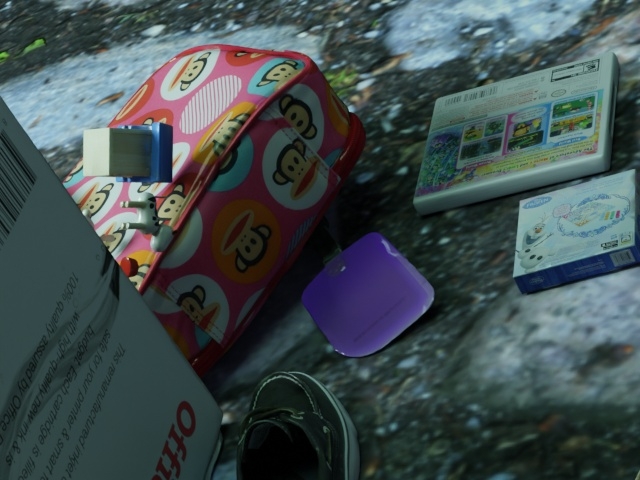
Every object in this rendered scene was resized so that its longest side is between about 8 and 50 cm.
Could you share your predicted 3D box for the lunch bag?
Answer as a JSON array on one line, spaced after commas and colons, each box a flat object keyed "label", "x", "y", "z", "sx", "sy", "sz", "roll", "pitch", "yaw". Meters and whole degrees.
[{"label": "lunch bag", "x": -0.128, "y": -0.025, "z": 1.383, "sx": 0.258, "sy": 0.120, "sz": 0.293, "roll": 10, "pitch": 58, "yaw": 51}]

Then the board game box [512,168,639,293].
[{"label": "board game box", "x": 0.184, "y": -0.007, "z": 1.231, "sx": 0.090, "sy": 0.020, "sz": 0.090, "roll": -16, "pitch": 35, "yaw": 22}]

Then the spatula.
[{"label": "spatula", "x": 0.000, "y": 0.000, "z": 1.358, "sx": 0.084, "sy": 0.030, "sz": 0.296, "roll": -41, "pitch": 31, "yaw": 2}]

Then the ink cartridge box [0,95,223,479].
[{"label": "ink cartridge box", "x": -0.249, "y": 0.093, "z": 1.085, "sx": 0.166, "sy": 0.395, "sz": 0.285, "roll": -15, "pitch": 34, "yaw": 27}]

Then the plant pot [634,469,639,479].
[{"label": "plant pot", "x": 0.261, "y": 0.198, "z": 0.713, "sx": 0.254, "sy": 0.237, "sz": 0.237, "roll": 11, "pitch": 48, "yaw": 28}]

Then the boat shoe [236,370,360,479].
[{"label": "boat shoe", "x": -0.024, "y": 0.147, "z": 1.125, "sx": 0.080, "sy": 0.076, "sz": 0.228, "roll": -22, "pitch": 32, "yaw": 12}]

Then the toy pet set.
[{"label": "toy pet set", "x": -0.141, "y": -0.028, "z": 1.263, "sx": 0.065, "sy": 0.114, "sz": 0.122, "roll": 1, "pitch": 0, "yaw": -37}]

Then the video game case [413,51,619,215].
[{"label": "video game case", "x": 0.156, "y": -0.085, "z": 1.368, "sx": 0.157, "sy": 0.019, "sz": 0.143, "roll": -13, "pitch": 35, "yaw": 23}]
